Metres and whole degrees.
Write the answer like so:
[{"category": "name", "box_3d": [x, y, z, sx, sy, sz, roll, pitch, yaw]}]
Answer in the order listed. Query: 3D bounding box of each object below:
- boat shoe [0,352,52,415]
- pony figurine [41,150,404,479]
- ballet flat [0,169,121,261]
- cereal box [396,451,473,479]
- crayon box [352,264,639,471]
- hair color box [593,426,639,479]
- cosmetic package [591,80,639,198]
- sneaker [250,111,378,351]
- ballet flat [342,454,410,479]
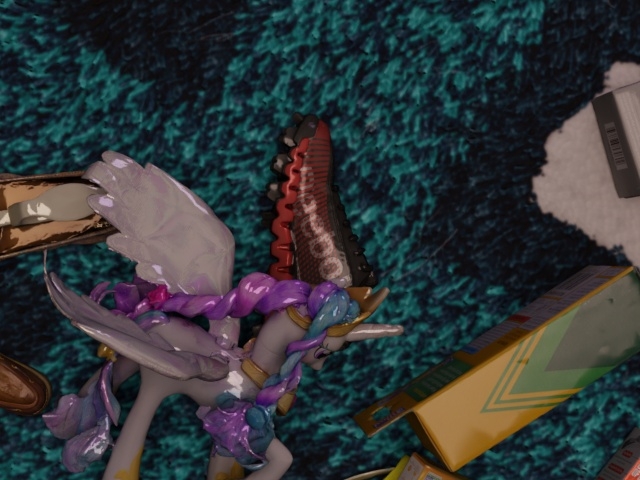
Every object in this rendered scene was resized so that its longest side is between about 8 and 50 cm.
[{"category": "boat shoe", "box_3d": [-0.378, 0.139, 1.787, 0.178, 0.060, 0.064, 24, 87, -3]}, {"category": "pony figurine", "box_3d": [-0.138, 0.112, 1.670, 0.351, 0.303, 0.363, 28, 124, -9]}, {"category": "ballet flat", "box_3d": [-0.338, -0.029, 1.770, 0.315, 0.106, 0.108, -13, 90, -4]}, {"category": "cereal box", "box_3d": [0.115, 0.370, 1.782, 0.173, 0.047, 0.240, 28, 95, -23]}, {"category": "crayon box", "box_3d": [0.197, 0.145, 1.753, 0.323, 0.203, 0.083, -32, 91, -3]}, {"category": "hair color box", "box_3d": [0.328, 0.290, 1.813, 0.053, 0.093, 0.167, 38, 87, -3]}, {"category": "cosmetic package", "box_3d": [0.439, -0.140, 1.826, 0.237, 0.107, 0.127, -16, 90, -7]}, {"category": "sneaker", "box_3d": [0.000, 0.000, 1.796, 0.135, 0.097, 0.276, 5, 91, -3]}, {"category": "ballet flat", "box_3d": [0.021, 0.311, 1.810, 0.231, 0.077, 0.077, -29, 72, -7]}]
